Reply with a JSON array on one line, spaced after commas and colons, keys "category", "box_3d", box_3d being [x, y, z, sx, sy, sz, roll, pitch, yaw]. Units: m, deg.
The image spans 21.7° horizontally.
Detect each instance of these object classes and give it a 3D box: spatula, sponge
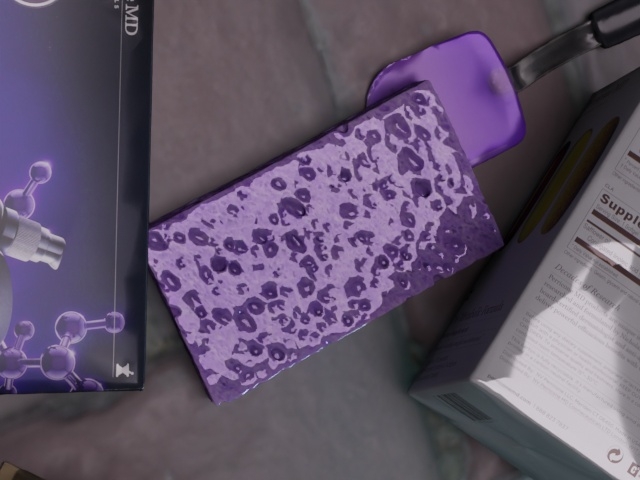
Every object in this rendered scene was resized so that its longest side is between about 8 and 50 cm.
[{"category": "spatula", "box_3d": [0.164, -0.127, 1.085, 0.296, 0.030, 0.084, -28, 102, -18]}, {"category": "sponge", "box_3d": [0.000, 0.000, 1.020, 0.210, 0.031, 0.117, -29, 102, -12]}]

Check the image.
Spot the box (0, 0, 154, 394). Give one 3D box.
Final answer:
[{"category": "box", "box_3d": [-0.192, -0.050, 0.914, 0.184, 0.103, 0.261, 0, 93, -24]}]

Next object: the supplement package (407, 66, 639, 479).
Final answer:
[{"category": "supplement package", "box_3d": [0.185, 0.025, 1.026, 0.134, 0.139, 0.244, 35, 75, -6]}]

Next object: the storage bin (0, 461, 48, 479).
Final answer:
[{"category": "storage bin", "box_3d": [-0.115, 0.299, 0.950, 0.262, 0.123, 0.260, 30, 82, -21]}]
